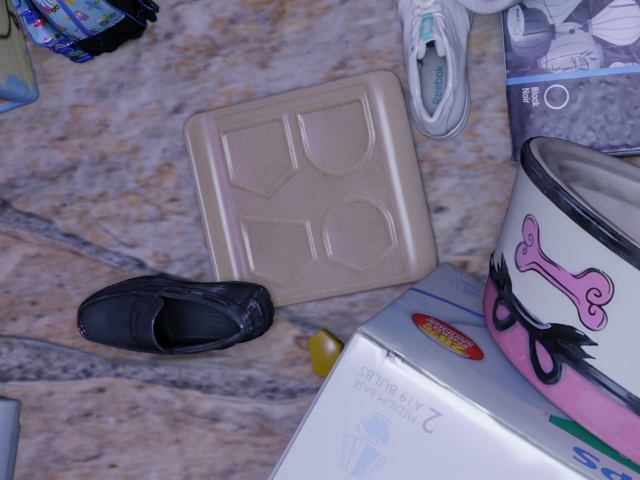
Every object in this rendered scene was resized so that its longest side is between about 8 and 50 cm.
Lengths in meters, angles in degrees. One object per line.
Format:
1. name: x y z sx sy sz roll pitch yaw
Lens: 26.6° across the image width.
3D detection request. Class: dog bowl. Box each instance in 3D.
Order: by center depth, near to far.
1. dog bowl: 0.315 0.077 1.124 0.408 0.408 0.150 32 108 11

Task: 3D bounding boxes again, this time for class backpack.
1. backpack: -0.261 -0.269 1.361 0.117 0.173 0.158 -29 83 10

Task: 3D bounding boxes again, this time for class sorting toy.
1. sorting toy: 0.000 0.000 1.369 0.229 0.041 0.307 -11 92 15

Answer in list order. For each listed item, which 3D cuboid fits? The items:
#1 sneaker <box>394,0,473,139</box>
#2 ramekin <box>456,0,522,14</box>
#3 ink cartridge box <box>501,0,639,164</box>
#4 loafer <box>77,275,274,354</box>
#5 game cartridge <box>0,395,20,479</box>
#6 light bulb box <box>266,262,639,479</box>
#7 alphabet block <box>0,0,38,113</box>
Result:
1. sneaker: 0.110 -0.208 1.319 0.080 0.094 0.212 -8 86 13
2. ramekin: 0.188 -0.350 1.212 0.135 0.277 0.277 -12 85 -17
3. ink cartridge box: 0.340 -0.166 1.269 0.332 0.065 0.165 -5 87 16
4. loafer: -0.156 0.077 1.361 0.223 0.078 0.076 -3 104 25
5. game cartridge: -0.475 0.245 1.455 0.297 0.062 0.198 8 86 12
6. light bulb box: 0.165 0.219 1.139 0.358 0.361 0.225 31 104 9
7. alphabet block: -0.431 -0.219 1.390 0.193 0.192 0.197 -17 86 9
